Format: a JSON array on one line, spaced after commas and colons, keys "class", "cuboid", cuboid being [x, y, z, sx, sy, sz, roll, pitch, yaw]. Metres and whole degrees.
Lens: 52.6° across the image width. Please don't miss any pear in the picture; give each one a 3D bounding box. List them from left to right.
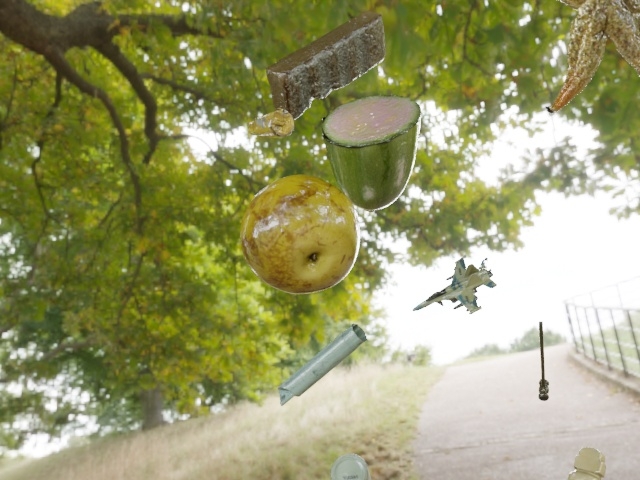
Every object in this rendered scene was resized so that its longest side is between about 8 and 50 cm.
[{"class": "pear", "cuboid": [-0.044, -0.016, 1.446, 0.280, 0.281, 0.281, -4, -19, -1]}]

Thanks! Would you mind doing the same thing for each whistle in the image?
[{"class": "whistle", "cuboid": [-0.003, 0.341, 1.758, 0.312, 0.062, 0.062, -43, -33, 18]}]

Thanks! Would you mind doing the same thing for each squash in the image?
[{"class": "squash", "cuboid": [0.179, -0.244, 1.992, 0.310, 0.310, 0.309, -9, -53, 12]}]

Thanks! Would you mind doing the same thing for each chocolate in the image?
[{"class": "chocolate", "cuboid": [-0.156, -0.331, 1.895, 0.085, 0.086, 0.219, 5, 0, -28]}]

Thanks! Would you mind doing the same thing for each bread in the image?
[{"class": "bread", "cuboid": [0.029, -0.542, 1.987, 0.416, 0.113, 0.165, -37, -38, -21]}]

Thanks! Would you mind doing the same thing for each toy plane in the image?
[{"class": "toy plane", "cuboid": [0.378, 0.148, 1.842, 0.088, 0.192, 0.262, 27, -50, -33]}]

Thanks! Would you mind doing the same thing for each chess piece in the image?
[{"class": "chess piece", "cuboid": [0.665, 0.731, 1.680, 0.117, 0.397, 0.117, 20, -24, 9]}]

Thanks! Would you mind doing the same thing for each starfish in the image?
[{"class": "starfish", "cuboid": [0.610, -0.472, 1.445, 0.398, 0.384, 0.132, -1, -5, -23]}]

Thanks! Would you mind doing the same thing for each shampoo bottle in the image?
[{"class": "shampoo bottle", "cuboid": [0.057, 0.416, 1.084, 0.065, 0.065, 0.204, -7, -35, 5]}]

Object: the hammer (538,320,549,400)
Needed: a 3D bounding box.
[{"class": "hammer", "cuboid": [0.579, 0.311, 1.690, 0.029, 0.058, 0.292, -2, -48, 20]}]
